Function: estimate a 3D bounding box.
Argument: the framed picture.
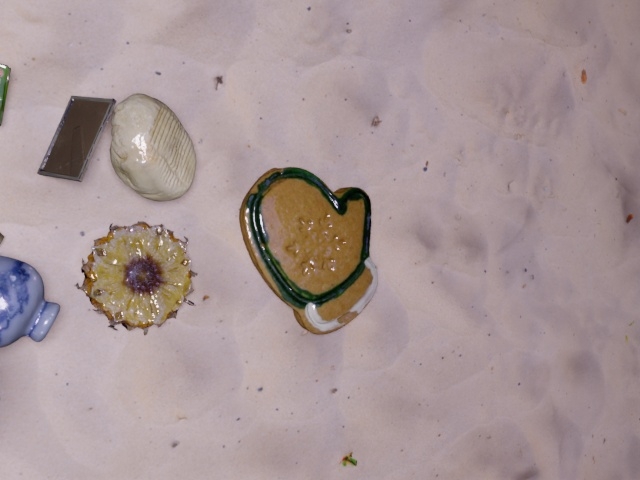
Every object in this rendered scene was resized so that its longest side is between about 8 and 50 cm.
[{"bbox_3d":[-0.402,-0.170,1.146,0.011,0.109,0.149,36,69,-54],"label":"framed picture"}]

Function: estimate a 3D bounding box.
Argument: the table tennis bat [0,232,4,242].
[{"bbox_3d":[-0.611,-0.056,1.073,0.246,0.022,0.138,34,73,-21],"label":"table tennis bat"}]

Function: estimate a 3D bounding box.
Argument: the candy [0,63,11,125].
[{"bbox_3d":[-0.585,-0.240,1.063,0.194,0.062,0.097,9,90,-28],"label":"candy"}]

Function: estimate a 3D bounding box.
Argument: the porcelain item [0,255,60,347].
[{"bbox_3d":[-0.527,0.072,1.050,0.259,0.141,0.141,30,74,-17],"label":"porcelain item"}]

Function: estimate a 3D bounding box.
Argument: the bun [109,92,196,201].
[{"bbox_3d":[-0.292,-0.155,1.185,0.188,0.110,0.164,57,38,-52],"label":"bun"}]

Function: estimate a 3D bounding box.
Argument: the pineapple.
[{"bbox_3d":[-0.309,0.064,1.217,0.221,0.047,0.221,2,86,-30],"label":"pineapple"}]

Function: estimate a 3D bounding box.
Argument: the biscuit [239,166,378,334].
[{"bbox_3d":[0.001,0.000,1.385,0.287,0.057,0.344,-38,106,-25],"label":"biscuit"}]
